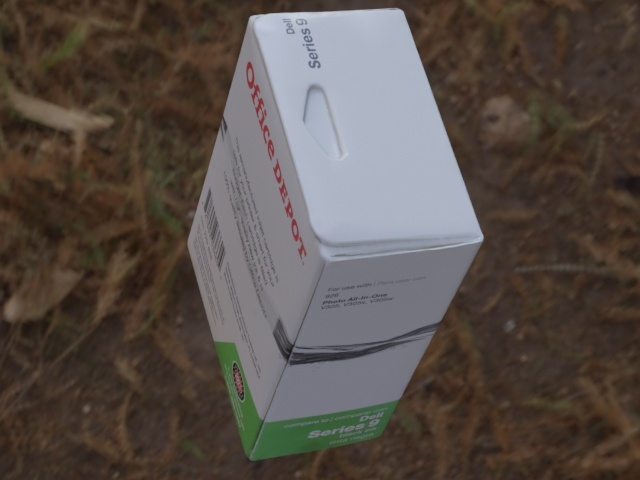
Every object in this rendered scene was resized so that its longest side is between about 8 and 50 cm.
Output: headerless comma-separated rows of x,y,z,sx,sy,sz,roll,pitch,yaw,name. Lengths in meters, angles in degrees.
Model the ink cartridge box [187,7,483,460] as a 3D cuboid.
0.000,0.000,1.190,0.121,0.289,0.211,-6,59,-19,ink cartridge box
